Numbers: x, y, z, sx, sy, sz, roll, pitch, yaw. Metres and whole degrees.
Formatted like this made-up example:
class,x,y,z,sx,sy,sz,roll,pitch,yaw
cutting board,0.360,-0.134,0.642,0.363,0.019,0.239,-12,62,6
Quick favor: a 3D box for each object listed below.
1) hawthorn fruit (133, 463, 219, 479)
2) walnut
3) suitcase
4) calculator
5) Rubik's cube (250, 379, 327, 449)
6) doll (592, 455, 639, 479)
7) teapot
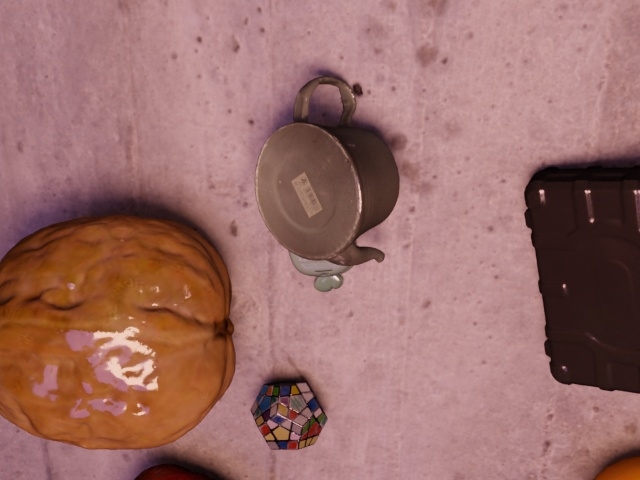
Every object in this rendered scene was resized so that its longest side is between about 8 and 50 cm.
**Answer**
class,x,y,z,sx,sy,sz,roll,pitch,yaw
hawthorn fruit,-0.217,0.482,1.203,0.230,0.210,0.266,27,81,-13
walnut,-0.284,0.117,1.036,0.344,0.306,0.306,-3,111,13
suitcase,0.358,0.052,0.936,0.206,0.066,0.285,3,115,38
calculator,0.000,0.000,1.062,0.095,0.021,0.153,-4,108,16
Rubik's cube,-0.045,0.250,1.139,0.093,0.111,0.111,-29,104,-2
doll,0.449,0.345,1.024,0.214,0.213,0.236,16,71,7
teapot,0.027,-0.080,0.959,0.162,0.149,0.239,-10,96,44
